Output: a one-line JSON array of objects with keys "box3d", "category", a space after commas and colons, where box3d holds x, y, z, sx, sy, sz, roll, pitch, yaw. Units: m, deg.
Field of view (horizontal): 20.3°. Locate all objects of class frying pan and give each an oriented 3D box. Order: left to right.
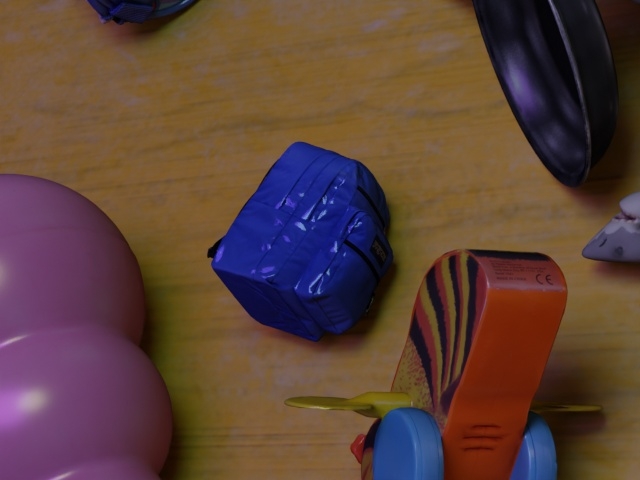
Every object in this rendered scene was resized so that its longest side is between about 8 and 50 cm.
[{"box3d": [0.131, -0.140, 1.224, 0.053, 0.326, 0.197, -21, 101, -6], "category": "frying pan"}]

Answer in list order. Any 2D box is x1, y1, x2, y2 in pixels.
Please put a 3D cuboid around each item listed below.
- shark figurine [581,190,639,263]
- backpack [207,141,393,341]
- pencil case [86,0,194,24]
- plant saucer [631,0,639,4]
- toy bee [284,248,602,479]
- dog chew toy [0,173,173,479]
[{"box3d": [0.283, -0.005, 1.044, 0.166, 0.278, 0.116, -26, 95, -12], "category": "shark figurine"}, {"box3d": [0.000, 0.000, 1.244, 0.101, 0.098, 0.120, 18, 67, 27], "category": "backpack"}, {"box3d": [-0.199, -0.292, 1.482, 0.133, 0.119, 0.306, -54, 52, 15], "category": "pencil case"}, {"box3d": [0.333, -0.281, 1.121, 0.400, 0.100, 0.400, -23, 46, 26], "category": "plant saucer"}, {"box3d": [0.060, 0.127, 1.109, 0.298, 0.195, 0.162, -60, 27, 10], "category": "toy bee"}, {"box3d": [-0.199, 0.119, 1.261, 0.206, 0.206, 0.332, -32, 64, 17], "category": "dog chew toy"}]
